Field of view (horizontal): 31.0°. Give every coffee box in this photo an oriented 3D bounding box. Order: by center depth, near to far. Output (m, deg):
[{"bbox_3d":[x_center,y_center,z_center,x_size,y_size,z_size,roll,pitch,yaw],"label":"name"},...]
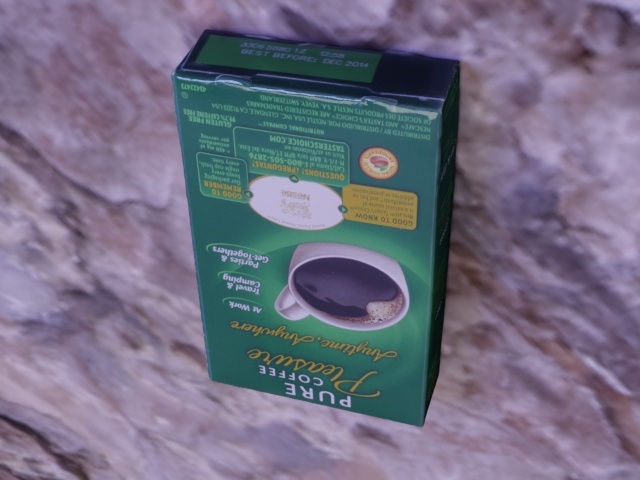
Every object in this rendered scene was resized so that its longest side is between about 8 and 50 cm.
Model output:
[{"bbox_3d":[0.000,0.000,0.511,0.113,0.040,0.184,9,132,14],"label":"coffee box"}]
